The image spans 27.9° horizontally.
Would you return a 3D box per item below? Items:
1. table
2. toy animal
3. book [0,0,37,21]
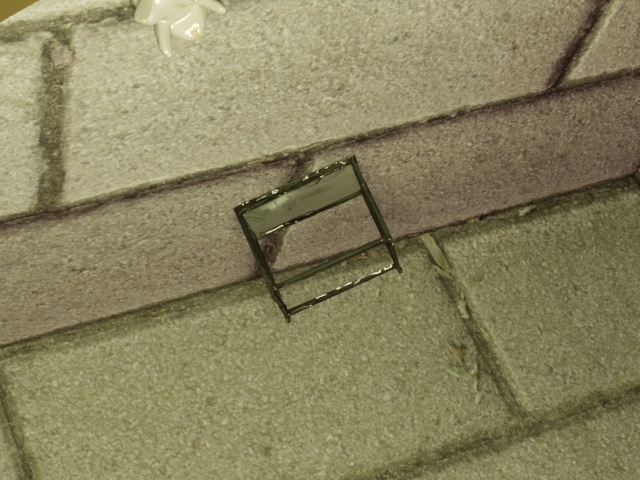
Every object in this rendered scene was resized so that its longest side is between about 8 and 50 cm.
[{"bbox_3d":[0.000,0.000,3.279,0.335,0.272,0.222,-24,158,0],"label":"table"},{"bbox_3d":[-0.247,-0.412,2.312,0.140,0.138,0.282,-31,158,4],"label":"toy animal"},{"bbox_3d":[-0.516,-0.420,2.046,0.310,0.021,0.217,-16,166,38],"label":"book"}]
